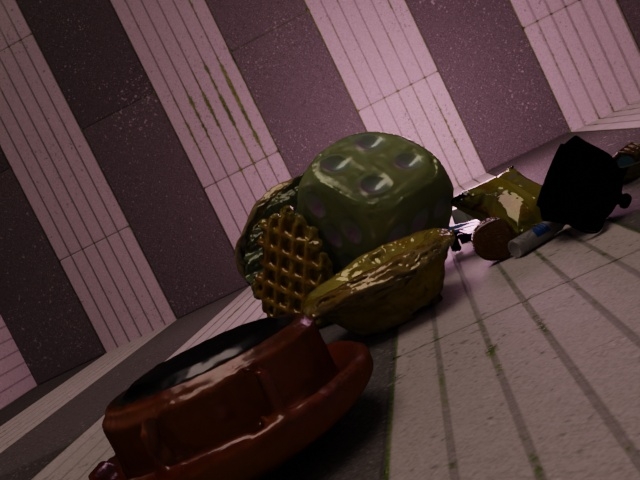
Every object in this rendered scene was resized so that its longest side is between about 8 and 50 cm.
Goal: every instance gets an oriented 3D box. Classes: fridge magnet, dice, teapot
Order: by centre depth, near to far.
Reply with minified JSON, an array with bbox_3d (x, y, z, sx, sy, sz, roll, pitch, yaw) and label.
[{"bbox_3d":[-0.109,0.200,0.947,0.364,0.155,0.363,-25,3,1],"label":"fridge magnet"},{"bbox_3d":[0.462,-0.088,1.365,0.159,0.159,0.232,-23,17,40],"label":"teapot"},{"bbox_3d":[0.116,-0.067,1.688,0.252,0.250,0.254,-33,-39,-28],"label":"dice"}]

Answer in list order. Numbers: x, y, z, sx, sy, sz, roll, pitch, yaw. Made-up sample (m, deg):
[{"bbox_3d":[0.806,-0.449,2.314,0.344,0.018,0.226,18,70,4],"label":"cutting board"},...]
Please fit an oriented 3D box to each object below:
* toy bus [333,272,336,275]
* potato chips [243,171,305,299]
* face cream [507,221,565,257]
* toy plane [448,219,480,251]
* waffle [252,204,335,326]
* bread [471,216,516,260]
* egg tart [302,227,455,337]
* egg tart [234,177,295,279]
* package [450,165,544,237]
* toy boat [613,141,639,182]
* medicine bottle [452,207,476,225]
[{"bbox_3d":[0.015,0.089,1.773,0.057,0.072,0.172,-28,47,-15],"label":"toy bus"},{"bbox_3d":[0.000,0.000,1.921,0.429,0.358,0.070,-31,-27,-16],"label":"potato chips"},{"bbox_3d":[0.396,-0.011,1.426,0.130,0.034,0.034,-27,3,-23],"label":"face cream"},{"bbox_3d":[0.325,-0.019,1.741,0.246,0.078,0.169,-31,-1,42],"label":"toy plane"},{"bbox_3d":[-0.068,0.071,1.713,0.051,0.291,0.291,-14,-6,-46],"label":"waffle"},{"bbox_3d":[0.320,-0.001,1.463,0.085,0.085,0.053,-25,-1,11],"label":"bread"},{"bbox_3d":[0.112,0.084,1.393,0.315,0.120,0.315,-28,3,2],"label":"egg tart"},{"bbox_3d":[-0.037,0.015,2.120,0.388,0.388,0.169,-27,38,-11],"label":"egg tart"},{"bbox_3d":[0.385,-0.070,1.573,0.168,0.090,0.226,-28,35,-14],"label":"package"},{"bbox_3d":[0.636,-0.161,1.640,0.172,0.066,0.065,-29,8,-32],"label":"toy boat"},{"bbox_3d":[0.388,-0.067,1.966,0.118,0.074,0.055,-28,4,-31],"label":"medicine bottle"}]
